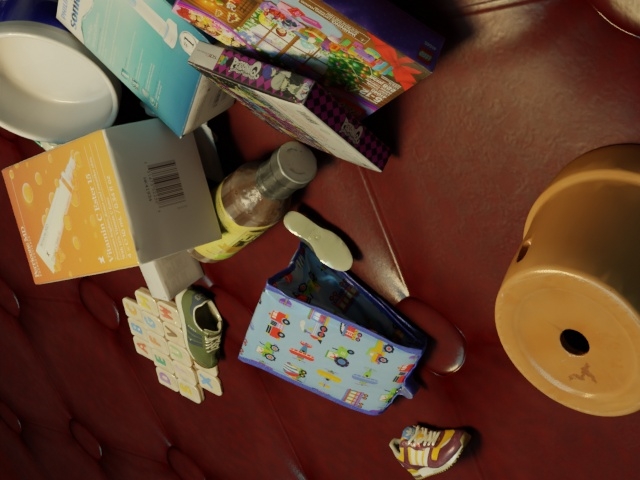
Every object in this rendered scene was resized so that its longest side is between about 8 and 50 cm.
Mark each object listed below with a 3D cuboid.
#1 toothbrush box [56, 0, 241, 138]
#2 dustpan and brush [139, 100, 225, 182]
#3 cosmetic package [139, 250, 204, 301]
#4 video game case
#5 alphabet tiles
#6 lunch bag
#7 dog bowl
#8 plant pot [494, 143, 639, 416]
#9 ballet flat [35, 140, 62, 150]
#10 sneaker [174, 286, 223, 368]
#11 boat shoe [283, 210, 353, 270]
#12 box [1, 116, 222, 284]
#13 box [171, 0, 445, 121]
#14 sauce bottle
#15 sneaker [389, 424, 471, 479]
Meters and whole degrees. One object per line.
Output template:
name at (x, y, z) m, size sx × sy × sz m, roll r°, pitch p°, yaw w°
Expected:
toothbrush box at (-0.247, -0.339, 1.426) m, size 0.295 × 0.126 × 0.216 m, roll 43°, pitch 144°, yaw 10°
dustpan and brush at (-0.240, -0.189, 1.615) m, size 0.211 × 0.060 × 0.147 m, roll 22°, pitch 147°, yaw 25°
cosmetic package at (-0.309, -0.013, 1.792) m, size 0.060 × 0.099 × 0.239 m, roll 8°, pitch 125°, yaw 42°
video game case at (-0.038, -0.180, 1.295) m, size 0.210 × 0.042 × 0.232 m, roll 25°, pitch 176°, yaw 35°
alphabet tiles at (-0.329, 0.233, 2.086) m, size 0.278 × 0.021 × 0.284 m, roll 22°, pitch 135°, yaw 34°
lunch bag at (0.035, 0.175, 1.584) m, size 0.293 × 0.138 × 0.221 m, roll 33°, pitch 138°, yaw 9°
dog bowl at (-0.463, -0.287, 1.607) m, size 0.264 × 0.104 × 0.265 m, roll 4°, pitch 145°, yaw 3°
plant pot at (0.337, 0.062, 1.092) m, size 0.291 × 0.203 × 0.291 m, roll 27°, pitch 136°, yaw 29°
ballet flat at (-0.468, -0.181, 1.825) m, size 0.247 × 0.087 × 0.083 m, roll 22°, pitch 135°, yaw 32°
sneaker at (-0.229, 0.183, 1.900) m, size 0.086 × 0.064 × 0.192 m, roll 13°, pitch 127°, yaw 46°
boat shoe at (0.000, 0.000, 1.527) m, size 0.137 × 0.049 × 0.043 m, roll 37°, pitch -176°, yaw 14°
box at (-0.353, -0.063, 1.578) m, size 0.345 × 0.168 × 0.215 m, roll -11°, pitch 96°, yaw 47°
box at (-0.020, -0.267, 1.178) m, size 0.293 × 0.057 × 0.201 m, roll 29°, pitch 158°, yaw -17°
sauce bottle at (-0.119, -0.060, 1.539) m, size 0.111 × 0.111 × 0.344 m, roll 53°, pitch 146°, yaw -3°
sneaker at (0.179, 0.347, 1.610) m, size 0.084 × 0.069 × 0.185 m, roll 43°, pitch 142°, yaw 1°
